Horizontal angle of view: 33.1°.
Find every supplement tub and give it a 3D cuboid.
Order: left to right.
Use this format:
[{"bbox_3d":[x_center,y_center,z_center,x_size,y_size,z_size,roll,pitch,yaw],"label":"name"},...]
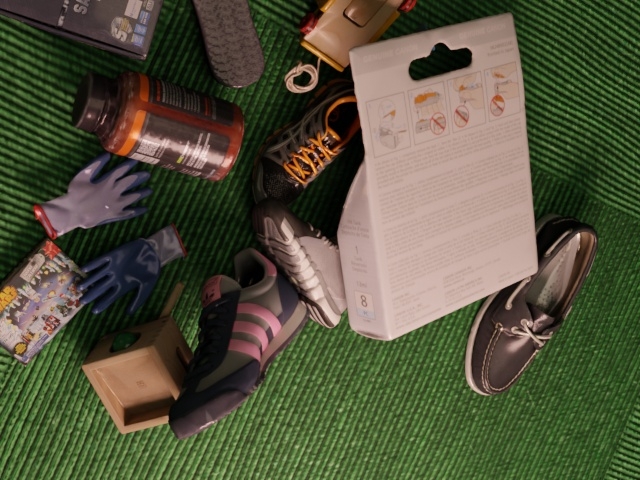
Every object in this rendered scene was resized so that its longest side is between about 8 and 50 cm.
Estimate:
[{"bbox_3d":[-0.200,-0.146,1.327,0.197,0.106,0.106,16,93,-27],"label":"supplement tub"}]

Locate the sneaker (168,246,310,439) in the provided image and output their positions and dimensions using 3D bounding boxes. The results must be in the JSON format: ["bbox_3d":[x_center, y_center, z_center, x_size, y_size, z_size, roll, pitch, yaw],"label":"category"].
[{"bbox_3d":[-0.124,0.121,1.343,0.112,0.319,0.131,-27,103,27],"label":"sneaker"}]

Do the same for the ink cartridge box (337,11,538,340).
[{"bbox_3d":[0.153,-0.094,1.469,0.308,0.091,0.385,-20,108,-35],"label":"ink cartridge box"}]

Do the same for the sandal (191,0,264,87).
[{"bbox_3d":[-0.131,-0.320,1.361,0.097,0.054,0.255,-9,106,-13],"label":"sandal"}]

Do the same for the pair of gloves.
[{"bbox_3d":[-0.258,-0.006,1.355,0.159,0.023,0.198,-32,107,-26],"label":"pair of gloves"}]

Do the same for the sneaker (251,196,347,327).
[{"bbox_3d":[0.000,0.000,1.461,0.132,0.086,0.229,-43,131,-20],"label":"sneaker"}]

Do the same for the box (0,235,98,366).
[{"bbox_3d":[-0.354,0.075,1.340,0.137,0.027,0.094,-48,115,-10],"label":"box"}]

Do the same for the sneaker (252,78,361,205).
[{"bbox_3d":[-0.012,-0.126,1.432,0.084,0.083,0.215,38,85,-28],"label":"sneaker"}]

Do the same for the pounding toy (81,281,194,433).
[{"bbox_3d":[-0.214,0.149,1.370,0.130,0.100,0.141,-17,112,22],"label":"pounding toy"}]

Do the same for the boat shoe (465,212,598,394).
[{"bbox_3d":[0.317,0.101,1.622,0.114,0.091,0.303,23,90,-27],"label":"boat shoe"}]

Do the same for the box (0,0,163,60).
[{"bbox_3d":[-0.260,-0.348,1.265,0.183,0.059,0.233,18,92,-10],"label":"box"}]

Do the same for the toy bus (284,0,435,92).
[{"bbox_3d":[0.040,-0.310,1.408,0.202,0.104,0.191,-9,127,-5],"label":"toy bus"}]
